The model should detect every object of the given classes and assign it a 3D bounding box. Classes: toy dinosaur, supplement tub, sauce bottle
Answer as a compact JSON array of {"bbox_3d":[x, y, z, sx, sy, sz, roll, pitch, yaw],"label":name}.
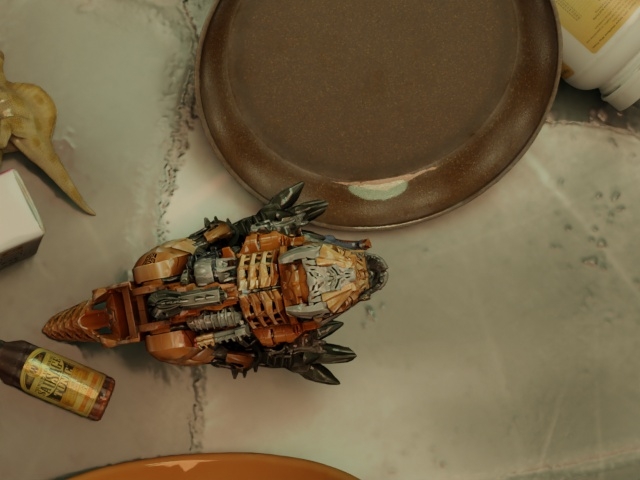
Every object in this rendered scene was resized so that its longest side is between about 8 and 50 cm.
[{"bbox_3d":[-0.086,0.037,1.596,0.322,0.218,0.164,14,101,31],"label":"toy dinosaur"},{"bbox_3d":[0.226,-0.223,1.732,0.199,0.144,0.144,41,79,-5],"label":"supplement tub"},{"bbox_3d":[-0.254,-0.091,1.667,0.092,0.053,0.183,-32,89,-37],"label":"toy dinosaur"},{"bbox_3d":[0.000,0.000,1.723,0.082,0.047,0.090,-21,78,-30],"label":"toy dinosaur"},{"bbox_3d":[-0.236,0.111,1.666,0.128,0.042,0.042,22,81,-8],"label":"sauce bottle"}]

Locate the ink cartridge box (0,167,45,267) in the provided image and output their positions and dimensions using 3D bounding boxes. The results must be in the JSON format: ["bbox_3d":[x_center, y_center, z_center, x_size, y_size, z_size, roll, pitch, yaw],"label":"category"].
[{"bbox_3d":[-0.397,0.054,1.572,0.371,0.176,0.069,-27,90,-12],"label":"ink cartridge box"}]

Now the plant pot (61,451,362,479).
[{"bbox_3d":[-0.092,0.307,1.568,0.291,0.291,0.203,-5,101,-11],"label":"plant pot"}]

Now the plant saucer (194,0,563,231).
[{"bbox_3d":[0.047,-0.151,1.673,0.310,0.050,0.310,-4,121,-7],"label":"plant saucer"}]
